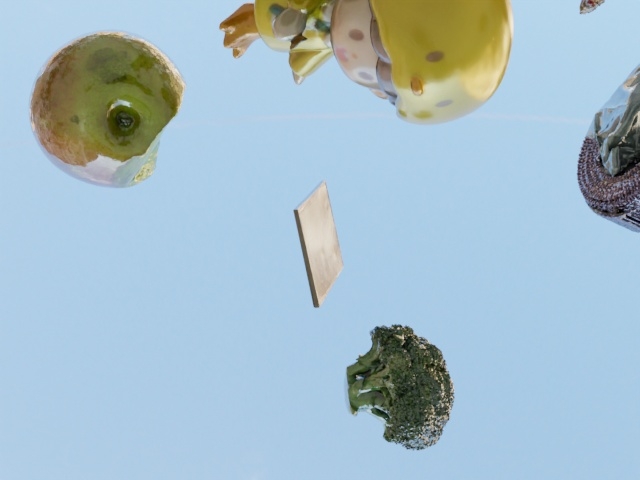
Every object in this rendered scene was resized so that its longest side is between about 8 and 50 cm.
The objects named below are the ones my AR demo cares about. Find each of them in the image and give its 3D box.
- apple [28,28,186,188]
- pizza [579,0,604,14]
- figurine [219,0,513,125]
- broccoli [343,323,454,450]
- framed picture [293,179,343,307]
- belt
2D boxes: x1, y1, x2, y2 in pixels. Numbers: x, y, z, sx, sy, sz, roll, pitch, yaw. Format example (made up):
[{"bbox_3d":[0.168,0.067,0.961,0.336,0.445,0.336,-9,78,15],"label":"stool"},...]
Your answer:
[{"bbox_3d":[-0.312,-0.196,1.521,0.246,0.246,0.226,-39,-154,-20],"label":"apple"},{"bbox_3d":[0.411,-0.393,1.473,0.029,0.100,0.099,17,-101,-13],"label":"pizza"},{"bbox_3d":[0.044,-0.248,1.104,0.344,0.215,0.187,20,-118,24],"label":"figurine"},{"bbox_3d":[0.114,0.210,1.430,0.156,0.195,0.195,0,-119,-3],"label":"broccoli"},{"bbox_3d":[0.000,0.000,1.399,0.010,0.201,0.135,-9,-78,13],"label":"framed picture"},{"bbox_3d":[0.549,-0.179,1.631,0.122,0.324,0.260,22,-160,-19],"label":"belt"}]
